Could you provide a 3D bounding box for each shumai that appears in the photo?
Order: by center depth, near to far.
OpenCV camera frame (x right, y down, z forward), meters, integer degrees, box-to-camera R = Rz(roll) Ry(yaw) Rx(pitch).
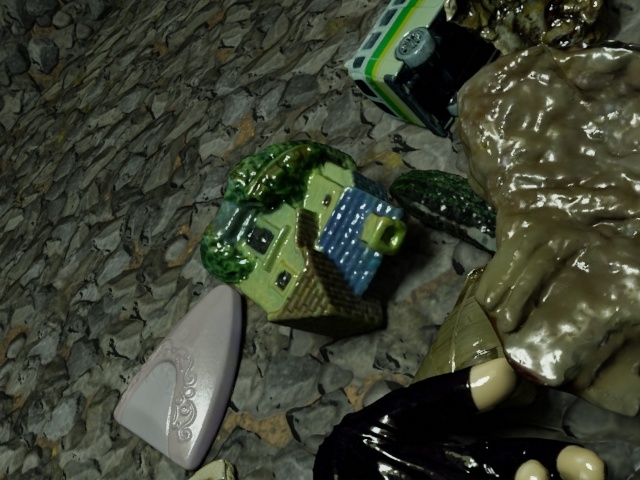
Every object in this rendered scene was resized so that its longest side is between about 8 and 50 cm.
[{"bbox_3d":[0.256,-0.003,0.659,0.345,0.217,0.283,18,87,24],"label":"shumai"}]

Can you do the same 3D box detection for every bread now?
[{"bbox_3d":[-0.128,0.308,0.891,0.070,0.035,0.083,-35,38,15],"label":"bread"}]

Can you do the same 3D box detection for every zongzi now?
[{"bbox_3d":[0.137,0.114,0.774,0.176,0.078,0.160,-29,36,35],"label":"zongzi"}]

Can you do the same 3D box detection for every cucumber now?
[{"bbox_3d":[0.171,-0.036,0.859,0.077,0.077,0.265,-51,35,-2],"label":"cucumber"}]

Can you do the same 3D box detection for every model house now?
[{"bbox_3d":[0.000,0.000,0.891,0.189,0.195,0.214,36,98,44],"label":"model house"}]

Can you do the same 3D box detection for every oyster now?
[{"bbox_3d":[0.266,-0.320,0.904,0.083,0.214,0.223,152,141,-75],"label":"oyster"}]

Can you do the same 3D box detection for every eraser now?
[{"bbox_3d":[-0.188,0.169,1.039,0.204,0.059,0.244,11,71,47],"label":"eraser"}]

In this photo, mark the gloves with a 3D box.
[{"bbox_3d":[0.111,0.206,0.647,0.301,0.152,0.197,-34,48,58],"label":"gloves"}]

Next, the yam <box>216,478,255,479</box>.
[{"bbox_3d":[-0.083,0.352,0.710,0.153,0.154,0.255,-12,58,37],"label":"yam"}]

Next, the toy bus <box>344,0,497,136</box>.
[{"bbox_3d":[0.166,-0.298,1.027,0.164,0.133,0.276,24,78,53],"label":"toy bus"}]
